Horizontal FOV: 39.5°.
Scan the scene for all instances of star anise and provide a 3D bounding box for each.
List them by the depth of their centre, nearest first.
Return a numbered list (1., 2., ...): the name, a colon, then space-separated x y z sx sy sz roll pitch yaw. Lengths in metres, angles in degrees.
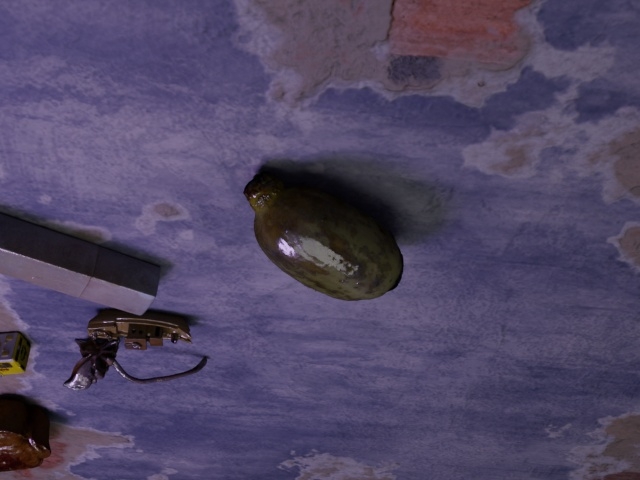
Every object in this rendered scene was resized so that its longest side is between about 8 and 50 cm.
1. star anise: -0.388 0.267 1.855 0.218 0.148 0.227 -49 117 -6

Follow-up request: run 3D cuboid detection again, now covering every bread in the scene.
1. bread: -0.757 0.471 2.104 0.247 0.135 0.232 -17 139 22

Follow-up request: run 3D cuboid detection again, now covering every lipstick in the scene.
1. lipstick: -0.474 0.037 1.583 0.371 0.076 0.080 21 136 -23

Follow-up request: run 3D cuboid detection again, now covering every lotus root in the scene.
1. lotus root: 0.000 0.000 1.468 0.309 0.173 0.173 30 134 -21

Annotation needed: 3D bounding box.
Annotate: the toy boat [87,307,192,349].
1. toy boat: -0.357 0.182 1.769 0.206 0.072 0.064 5 144 -3

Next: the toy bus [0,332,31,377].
1. toy bus: -0.726 0.248 1.860 0.226 0.081 0.074 -4 143 8
